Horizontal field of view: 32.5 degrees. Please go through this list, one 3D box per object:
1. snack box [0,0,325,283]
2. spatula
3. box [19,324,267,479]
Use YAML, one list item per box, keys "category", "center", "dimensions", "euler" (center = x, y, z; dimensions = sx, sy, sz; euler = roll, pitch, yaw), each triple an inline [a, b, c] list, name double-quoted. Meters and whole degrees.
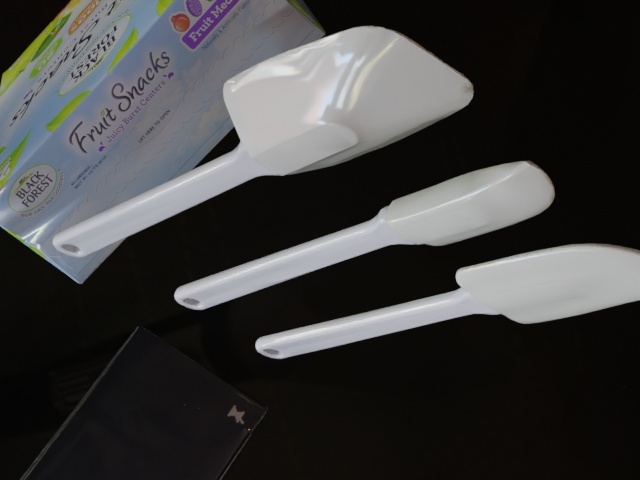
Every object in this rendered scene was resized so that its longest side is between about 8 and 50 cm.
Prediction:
- category: "snack box"
  center: [-0.097, -0.099, 0.590]
  dimensions: [0.174, 0.207, 0.070]
  euler: [-45, 118, 10]
- category: "spatula"
  center: [0.000, 0.000, 0.439]
  dimensions: [0.242, 0.168, 0.019]
  euler: [-17, 51, 49]
- category: "box"
  center: [-0.120, 0.155, 0.651]
  dimensions: [0.093, 0.158, 0.156]
  euler: [34, 64, 2]
